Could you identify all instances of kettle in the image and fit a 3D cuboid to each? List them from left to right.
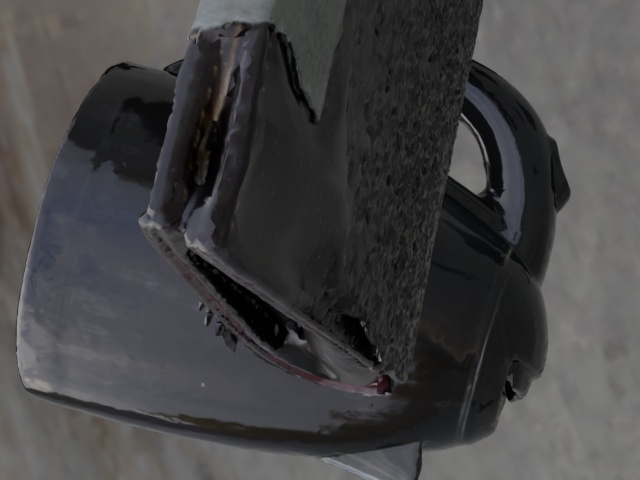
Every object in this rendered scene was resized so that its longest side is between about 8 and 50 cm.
[{"bbox_3d":[0.000,0.000,1.138,0.207,0.290,0.268,62,-136,-75],"label":"kettle"}]

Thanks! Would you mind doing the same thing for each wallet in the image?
[{"bbox_3d":[0.010,-0.068,0.729,0.262,0.071,0.221,50,-126,-70],"label":"wallet"}]
